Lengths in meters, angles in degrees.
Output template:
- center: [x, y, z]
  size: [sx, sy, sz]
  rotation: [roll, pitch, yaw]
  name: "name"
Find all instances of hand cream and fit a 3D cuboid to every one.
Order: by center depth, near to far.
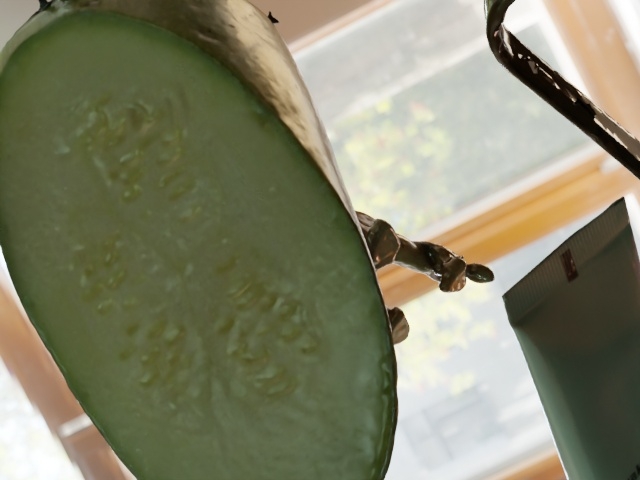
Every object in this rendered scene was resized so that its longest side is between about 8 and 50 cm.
- center: [0.195, 0.136, 1.009]
  size: [0.067, 0.109, 0.321]
  rotation: [17, 136, 49]
  name: "hand cream"

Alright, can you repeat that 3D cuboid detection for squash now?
- center: [-0.070, 0.009, 0.824]
  size: [0.189, 0.189, 0.261]
  rotation: [54, -164, -47]
  name: "squash"

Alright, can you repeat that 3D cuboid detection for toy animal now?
- center: [0.000, 0.000, 1.294]
  size: [0.157, 0.097, 0.312]
  rotation: [37, -171, 29]
  name: "toy animal"

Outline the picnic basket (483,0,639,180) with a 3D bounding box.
- center: [0.274, -0.138, 0.854]
  size: [0.254, 0.321, 0.291]
  rotation: [35, -146, -27]
  name: "picnic basket"
